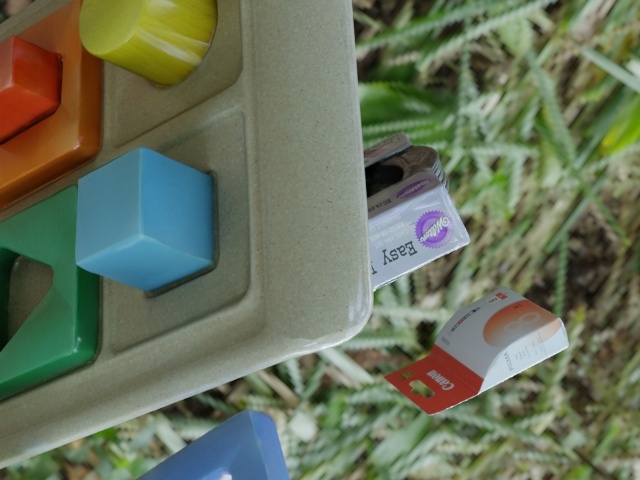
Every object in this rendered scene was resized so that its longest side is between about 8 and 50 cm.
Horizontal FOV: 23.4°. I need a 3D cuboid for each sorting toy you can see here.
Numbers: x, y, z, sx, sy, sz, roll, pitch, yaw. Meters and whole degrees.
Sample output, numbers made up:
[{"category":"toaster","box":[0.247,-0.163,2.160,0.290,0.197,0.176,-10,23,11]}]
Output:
[{"category":"sorting toy","box":[-0.078,-0.029,0.520,0.196,0.347,0.047,-21,150,33]}]

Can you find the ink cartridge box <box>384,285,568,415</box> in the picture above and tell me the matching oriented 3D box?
[{"category":"ink cartridge box","box":[0.168,0.121,1.737,0.179,0.145,0.045,-23,109,-13]}]

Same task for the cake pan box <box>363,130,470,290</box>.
[{"category":"cake pan box","box":[0.000,0.000,1.439,0.267,0.245,0.070,-26,108,3]}]
